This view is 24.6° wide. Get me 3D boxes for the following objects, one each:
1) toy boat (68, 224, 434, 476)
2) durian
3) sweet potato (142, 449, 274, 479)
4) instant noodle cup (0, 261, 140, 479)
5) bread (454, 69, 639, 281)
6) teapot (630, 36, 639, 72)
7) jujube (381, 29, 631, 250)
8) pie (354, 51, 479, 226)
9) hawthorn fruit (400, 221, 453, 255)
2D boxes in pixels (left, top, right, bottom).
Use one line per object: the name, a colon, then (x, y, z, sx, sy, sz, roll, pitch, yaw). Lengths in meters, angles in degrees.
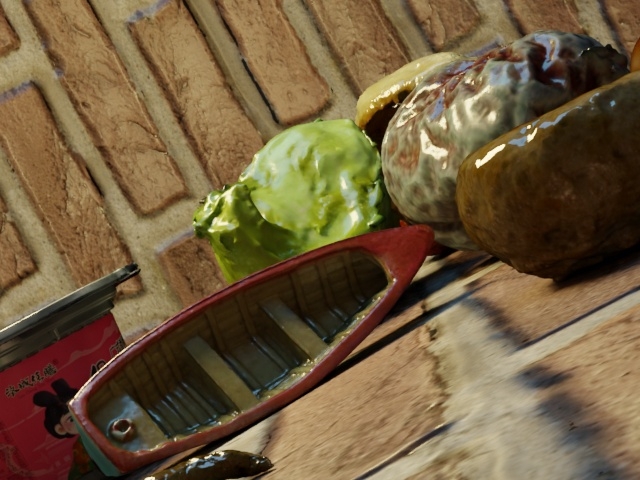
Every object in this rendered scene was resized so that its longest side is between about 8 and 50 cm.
toy boat: (-0.047, 0.096, 1.349, 0.392, 0.136, 0.079, -29, -30, -29)
durian: (0.000, 0.000, 1.708, 0.256, 0.204, 0.339, -57, -28, -23)
sweet potato: (-0.106, 0.173, 0.975, 0.153, 0.038, 0.041, -22, 33, -19)
instant noodle cup: (-0.274, 0.170, 1.462, 0.302, 0.181, 0.258, -29, 2, -9)
bread: (0.216, -0.051, 1.144, 0.230, 0.123, 0.230, -27, -4, -2)
teapot: (0.525, -0.226, 1.948, 0.252, 0.135, 0.178, -9, -30, 8)
jujube: (0.201, -0.104, 1.537, 0.226, 0.226, 0.317, -29, 2, -27)
pie: (0.181, -0.118, 1.808, 0.315, 0.315, 0.092, -27, 42, 36)
hawthorn fruit: (0.157, -0.052, 2.050, 0.181, 0.181, 0.235, -29, -28, -24)
